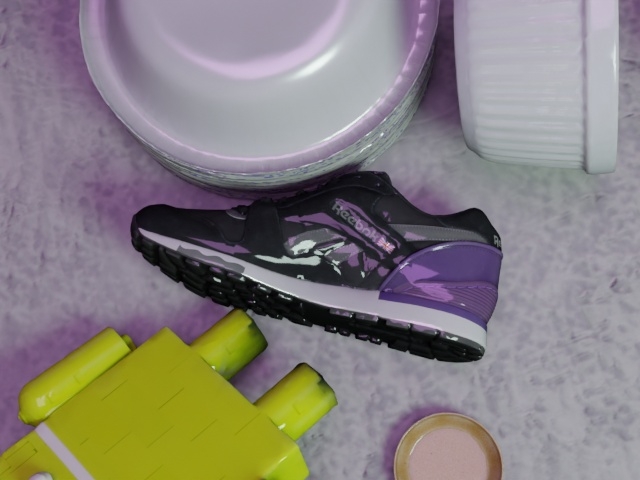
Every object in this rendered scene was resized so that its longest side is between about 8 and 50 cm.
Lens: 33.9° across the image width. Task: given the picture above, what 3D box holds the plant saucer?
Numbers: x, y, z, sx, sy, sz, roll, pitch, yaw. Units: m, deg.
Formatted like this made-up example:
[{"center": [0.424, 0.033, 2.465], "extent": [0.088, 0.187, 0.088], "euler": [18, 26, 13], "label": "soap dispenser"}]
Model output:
[{"center": [0.098, 0.175, 0.805], "extent": [0.084, 0.015, 0.083], "euler": [-1, 78, 4], "label": "plant saucer"}]

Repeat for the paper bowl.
[{"center": [-0.049, -0.183, 0.825], "extent": [0.284, 0.148, 0.284], "euler": [-1, 79, 4], "label": "paper bowl"}]

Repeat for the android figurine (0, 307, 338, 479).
[{"center": [-0.127, 0.163, 0.752], "extent": [0.273, 0.056, 0.248], "euler": [-36, 49, -20], "label": "android figurine"}]

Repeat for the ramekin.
[{"center": [0.161, -0.151, 0.776], "extent": [0.109, 0.207, 0.207], "euler": [0, 78, 14], "label": "ramekin"}]

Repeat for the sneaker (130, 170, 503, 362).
[{"center": [0.000, 0.000, 0.815], "extent": [0.283, 0.107, 0.124], "euler": [16, 73, -1], "label": "sneaker"}]
